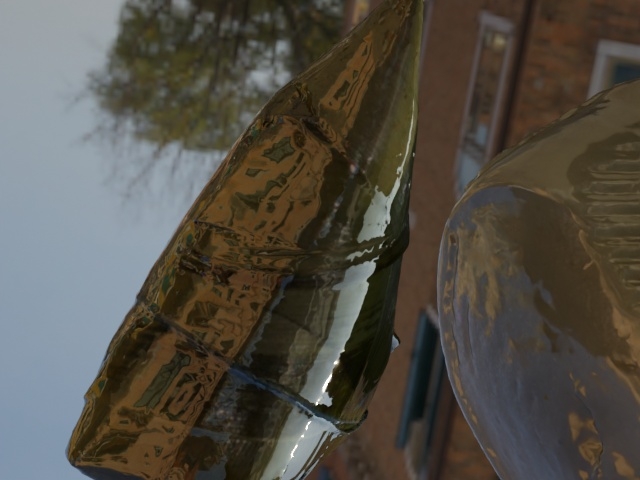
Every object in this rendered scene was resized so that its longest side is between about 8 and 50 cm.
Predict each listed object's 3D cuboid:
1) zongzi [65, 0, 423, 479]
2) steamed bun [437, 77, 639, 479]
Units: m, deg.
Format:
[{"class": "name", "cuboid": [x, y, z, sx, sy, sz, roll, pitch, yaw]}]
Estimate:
[{"class": "zongzi", "cuboid": [0.000, 0.000, 0.711, 0.125, 0.274, 0.251, 27, -172, 7]}, {"class": "steamed bun", "cuboid": [0.238, 0.099, 0.908, 0.247, 0.236, 0.384, -29, -102, -34]}]
